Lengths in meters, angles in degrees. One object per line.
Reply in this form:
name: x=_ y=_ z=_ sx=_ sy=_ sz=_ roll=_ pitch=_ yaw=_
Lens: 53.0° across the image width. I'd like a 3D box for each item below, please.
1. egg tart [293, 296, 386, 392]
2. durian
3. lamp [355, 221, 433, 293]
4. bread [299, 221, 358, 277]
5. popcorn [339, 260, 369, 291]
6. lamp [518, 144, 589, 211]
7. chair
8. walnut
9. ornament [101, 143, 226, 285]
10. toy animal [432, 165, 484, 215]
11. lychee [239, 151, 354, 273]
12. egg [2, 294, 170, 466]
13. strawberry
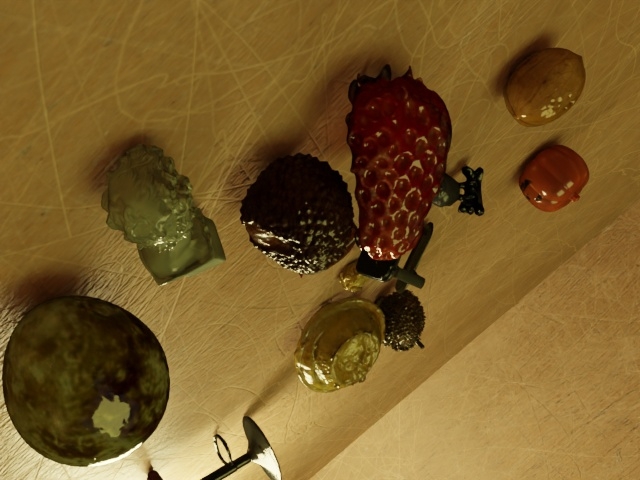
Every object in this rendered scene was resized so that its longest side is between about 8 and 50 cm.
egg tart: x=0.069 y=0.290 z=1.705 sx=0.290 sy=0.115 sz=0.290 roll=-16 pitch=121 yaw=-28
durian: x=0.234 y=0.240 z=1.861 sx=0.167 sy=0.196 sz=0.196 roll=-40 pitch=156 yaw=-12
lamp: x=0.211 y=0.026 z=1.558 sx=0.283 sy=0.124 sz=0.203 roll=26 pitch=83 yaw=-57
bread: x=0.000 y=0.000 z=1.291 sx=0.160 sy=0.073 sz=0.160 roll=-31 pitch=155 yaw=-16
popcorn: x=0.088 y=0.089 z=1.580 sx=0.082 sy=0.057 sz=0.083 roll=-52 pitch=149 yaw=13
lamp: x=0.655 y=-0.166 z=1.785 sx=0.187 sy=0.164 sz=0.188 roll=-31 pitch=152 yaw=-19
chair: x=-0.335 y=0.708 z=1.860 sx=0.401 sy=0.226 sz=0.227 roll=-26 pitch=152 yaw=-27
walnut: x=0.455 y=-0.314 z=1.303 sx=0.180 sy=0.144 sz=0.144 roll=-43 pitch=155 yaw=2
ornament: x=-0.216 y=-0.014 z=0.912 sx=0.120 sy=0.130 sz=0.285 roll=-22 pitch=153 yaw=-5
toy animal: x=0.277 y=-0.123 z=1.478 sx=0.210 sy=0.121 sz=0.117 roll=5 pitch=178 yaw=-34
lychee: x=-0.030 y=-0.049 z=1.038 sx=0.188 sy=0.188 sz=0.188 roll=-30 pitch=154 yaw=-17
egg: x=-0.356 y=0.205 z=0.976 sx=0.238 sy=0.238 sz=0.290 roll=-27 pitch=128 yaw=-23
strawberry: x=0.134 y=-0.130 z=1.013 sx=0.150 sy=0.280 sz=0.253 roll=-1 pitch=148 yaw=21
